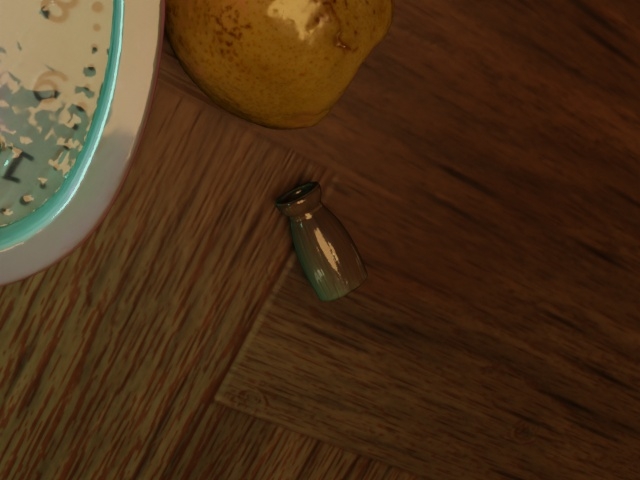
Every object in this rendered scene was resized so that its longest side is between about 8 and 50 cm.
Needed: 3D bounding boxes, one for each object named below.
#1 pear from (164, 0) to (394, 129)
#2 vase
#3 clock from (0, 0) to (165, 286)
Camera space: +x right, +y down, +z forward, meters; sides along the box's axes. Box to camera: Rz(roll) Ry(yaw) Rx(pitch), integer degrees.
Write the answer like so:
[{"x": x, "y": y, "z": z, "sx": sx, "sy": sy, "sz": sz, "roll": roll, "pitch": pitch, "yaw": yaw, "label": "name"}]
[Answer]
[{"x": -0.037, "y": -0.176, "z": 0.597, "sx": 0.178, "sy": 0.178, "sz": 0.178, "roll": -5, "pitch": 108, "yaw": -15, "label": "pear"}, {"x": 0.000, "y": 0.000, "z": 0.711, "sx": 0.053, "sy": 0.053, "sz": 0.100, "roll": -29, "pitch": 108, "yaw": -6, "label": "vase"}, {"x": -0.255, "y": -0.131, "z": 0.455, "sx": 0.339, "sy": 0.102, "sz": 0.338, "roll": -5, "pitch": 111, "yaw": -13, "label": "clock"}]
